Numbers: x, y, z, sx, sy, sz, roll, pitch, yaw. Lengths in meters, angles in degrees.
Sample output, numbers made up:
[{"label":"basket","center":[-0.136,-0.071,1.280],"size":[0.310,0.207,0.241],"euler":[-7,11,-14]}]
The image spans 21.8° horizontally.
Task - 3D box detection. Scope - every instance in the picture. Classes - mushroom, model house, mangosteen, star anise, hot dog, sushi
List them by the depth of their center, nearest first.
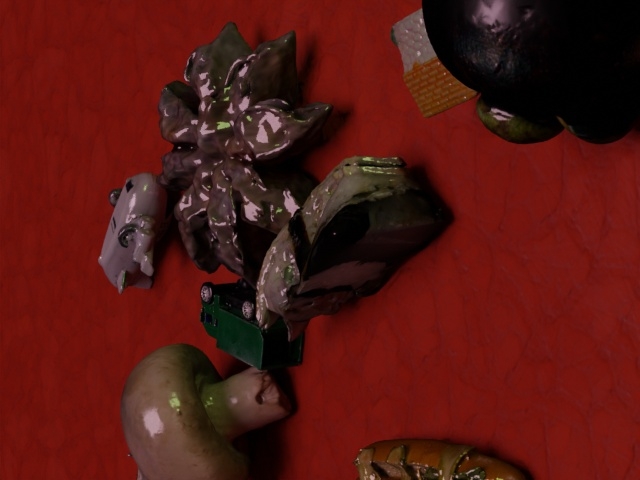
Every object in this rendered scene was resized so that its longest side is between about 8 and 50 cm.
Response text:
[{"label":"mangosteen","center":[0.197,-0.196,1.463],"size":[0.243,0.243,0.243],"euler":[4,94,54]},{"label":"model house","center":[0.137,-0.176,1.631],"size":[0.088,0.101,0.100],"euler":[-25,74,51]},{"label":"hot dog","center":[0.118,0.260,1.701],"size":[0.269,0.072,0.109],"euler":[-6,89,55]},{"label":"sushi","center":[0.012,0.004,1.803],"size":[0.273,0.134,0.109],"euler":[-52,48,52]},{"label":"star anise","center":[-0.100,-0.102,1.947],"size":[0.332,0.118,0.331],"euler":[-6,82,49]},{"label":"mushroom","center":[-0.132,0.211,1.976],"size":[0.204,0.204,0.204],"euler":[4,94,54]}]

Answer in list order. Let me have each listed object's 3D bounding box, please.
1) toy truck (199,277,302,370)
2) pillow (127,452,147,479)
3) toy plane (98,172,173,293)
[{"label":"toy truck","center":[-0.085,0.095,1.979],"size":[0.147,0.065,0.079],"euler":[23,112,50]},{"label":"pillow","center":[-0.193,0.362,2.096],"size":[0.169,0.059,0.255],"euler":[-51,-47,-81]},{"label":"toy plane","center":[-0.241,-0.011,2.179],"size":[0.174,0.080,0.174],"euler":[-171,90,-70]}]
